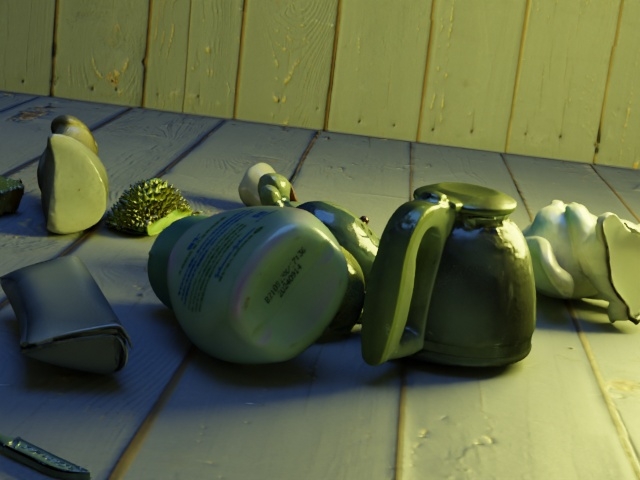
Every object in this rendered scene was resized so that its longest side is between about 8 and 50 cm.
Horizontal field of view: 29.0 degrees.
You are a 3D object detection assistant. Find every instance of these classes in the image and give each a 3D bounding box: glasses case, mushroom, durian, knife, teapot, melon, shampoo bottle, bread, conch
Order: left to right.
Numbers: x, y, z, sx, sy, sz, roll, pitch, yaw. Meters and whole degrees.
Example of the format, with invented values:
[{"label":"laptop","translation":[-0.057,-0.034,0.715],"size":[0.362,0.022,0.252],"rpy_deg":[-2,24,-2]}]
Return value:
[{"label":"bread","translation":[-0.612,-0.088,2.247],"size":[0.187,0.065,0.103],"rpy_deg":[15,14,38]},{"label":"knife","translation":[-0.314,0.205,1.245],"size":[0.210,0.015,0.028],"rpy_deg":[15,10,32]},{"label":"glasses case","translation":[-0.322,0.101,1.544],"size":[0.128,0.083,0.308],"rpy_deg":[-4,16,-18]},{"label":"mushroom","translation":[-0.456,-0.129,2.267],"size":[0.126,0.177,0.397],"rpy_deg":[-5,12,-11]},{"label":"durian","translation":[-0.309,-0.068,2.249],"size":[0.137,0.096,0.220],"rpy_deg":[12,8,18]},{"label":"shampoo bottle","translation":[-0.117,0.047,1.647],"size":[0.151,0.222,0.349],"rpy_deg":[41,-15,-27]},{"label":"conch","translation":[-0.094,-0.092,2.460],"size":[0.176,0.094,0.104],"rpy_deg":[27,-16,45]},{"label":"melon","translation":[0.016,0.065,1.735],"size":[0.160,0.079,0.128],"rpy_deg":[42,19,-24]},{"label":"teapot","translation":[0.150,0.039,1.693],"size":[0.321,0.239,0.239],"rpy_deg":[-3,15,-31]}]

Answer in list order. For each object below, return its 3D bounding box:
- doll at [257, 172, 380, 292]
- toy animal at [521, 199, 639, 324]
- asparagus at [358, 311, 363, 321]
[{"label":"doll","translation":[0.000,0.000,1.944],"size":[0.228,0.154,0.258],"rpy_deg":[41,-17,-27]},{"label":"toy animal","translation":[0.450,0.037,2.019],"size":[0.249,0.174,0.289],"rpy_deg":[15,1,-10]},{"label":"asparagus","translation":[0.106,0.113,1.840],"size":[0.127,0.015,0.018],"rpy_deg":[0,24,-24]}]
